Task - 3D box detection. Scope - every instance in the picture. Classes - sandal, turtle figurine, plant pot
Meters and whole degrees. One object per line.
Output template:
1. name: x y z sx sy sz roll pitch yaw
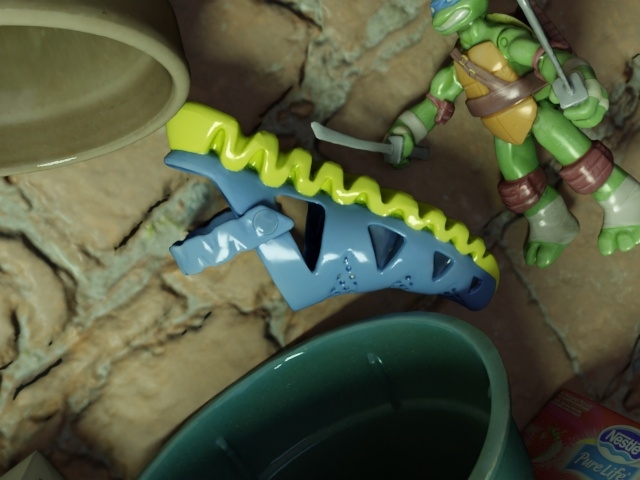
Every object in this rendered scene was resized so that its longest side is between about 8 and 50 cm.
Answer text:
1. sandal: 0.000 0.000 0.639 0.318 0.126 0.138 22 90 -5
2. turtle figurine: 0.151 -0.077 0.631 0.198 0.274 0.266 -33 107 25
3. plant pot: -0.243 -0.189 0.514 0.263 0.263 0.229 -13 81 -13
4. plant pot: 0.058 0.288 0.570 0.341 0.341 0.334 -36 108 -10

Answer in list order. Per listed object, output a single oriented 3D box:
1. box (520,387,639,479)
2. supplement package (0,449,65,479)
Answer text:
1. box: 0.278 0.241 0.640 0.128 0.257 0.122 45 84 -11
2. supplement package: -0.210 0.317 0.585 0.139 0.134 0.244 -37 100 -6
